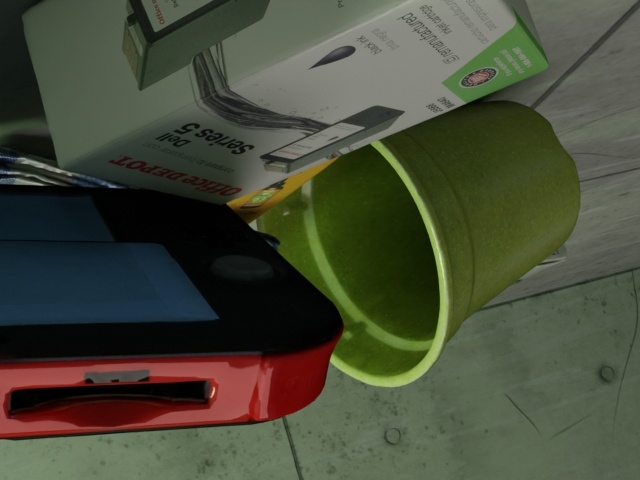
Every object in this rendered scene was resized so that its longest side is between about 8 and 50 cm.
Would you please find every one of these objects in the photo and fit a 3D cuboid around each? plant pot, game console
[{"bbox_3d":[0.115,-0.029,0.947,0.254,0.276,0.276,-23,172,-33],"label":"plant pot"},{"bbox_3d":[-0.209,0.016,0.573,0.387,0.060,0.342,2,-159,-22],"label":"game console"}]

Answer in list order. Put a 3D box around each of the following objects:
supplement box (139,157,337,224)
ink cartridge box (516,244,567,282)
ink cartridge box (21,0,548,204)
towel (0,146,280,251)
[{"bbox_3d":[-0.084,-0.063,0.880,0.078,0.080,0.233,-6,165,-39],"label":"supplement box"},{"bbox_3d":[0.215,-0.006,1.303,0.093,0.160,0.219,-8,163,-35],"label":"ink cartridge box"},{"bbox_3d":[-0.017,-0.129,0.601,0.273,0.114,0.198,-22,166,22],"label":"ink cartridge box"},{"bbox_3d":[-0.206,0.004,0.880,0.285,0.034,0.209,19,150,-30],"label":"towel"}]
